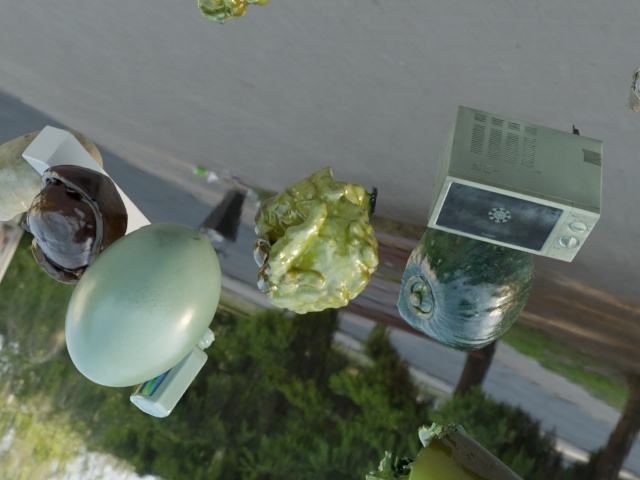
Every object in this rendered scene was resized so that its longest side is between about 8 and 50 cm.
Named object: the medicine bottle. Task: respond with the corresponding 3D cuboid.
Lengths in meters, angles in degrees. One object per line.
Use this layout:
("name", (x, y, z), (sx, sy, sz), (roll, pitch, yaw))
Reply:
("medicine bottle", (-0.334, 0.294, 1.974), (0.121, 0.229, 0.083), (-5, 135, 51))

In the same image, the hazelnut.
("hazelnut", (-0.416, -0.026, 1.457), (0.161, 0.201, 0.170), (9, -178, -45))

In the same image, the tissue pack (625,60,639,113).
("tissue pack", (0.634, -0.269, 1.438), (0.215, 0.122, 0.257), (7, -174, 18))

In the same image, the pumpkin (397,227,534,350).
("pumpkin", (0.329, 0.099, 1.773), (0.263, 0.292, 0.197), (-11, -145, -32))

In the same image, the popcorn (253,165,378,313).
("popcorn", (-0.009, 0.000, 1.599), (0.237, 0.292, 0.293), (7, 171, -4))

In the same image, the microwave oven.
("microwave oven", (0.312, -0.094, 1.377), (0.241, 0.194, 0.145), (14, 141, 1))

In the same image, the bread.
("bread", (0.265, 0.471, 1.416), (0.376, 0.208, 0.251), (40, 165, 16))

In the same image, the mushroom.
("mushroom", (-0.547, -0.123, 1.709), (0.189, 0.254, 0.195), (-22, 93, 60))

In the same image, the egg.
("egg", (-0.271, 0.098, 1.308), (0.203, 0.282, 0.203), (36, -172, -6))

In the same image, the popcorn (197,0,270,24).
("popcorn", (-0.134, -0.407, 1.264), (0.174, 0.173, 0.142), (12, 128, 47))

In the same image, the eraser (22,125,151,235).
("eraser", (-0.438, -0.089, 1.639), (0.078, 0.076, 0.298), (18, 155, 36))
